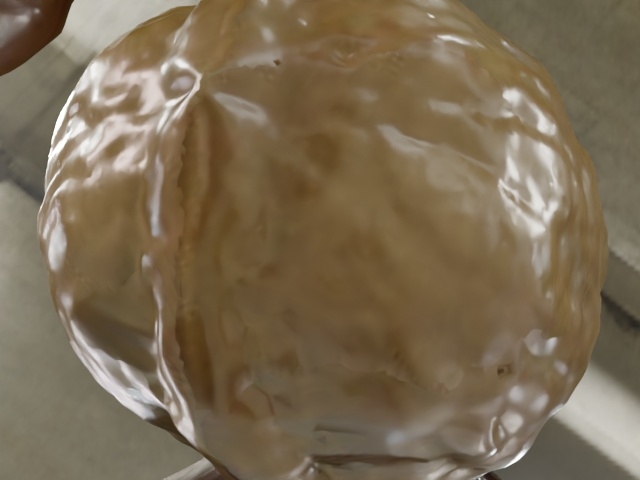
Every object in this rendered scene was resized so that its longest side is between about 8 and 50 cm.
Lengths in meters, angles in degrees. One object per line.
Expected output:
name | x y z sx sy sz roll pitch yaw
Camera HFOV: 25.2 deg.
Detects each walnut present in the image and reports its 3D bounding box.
walnut | 0.001 -0.003 0.800 0.306 0.306 0.344 -6 -24 16

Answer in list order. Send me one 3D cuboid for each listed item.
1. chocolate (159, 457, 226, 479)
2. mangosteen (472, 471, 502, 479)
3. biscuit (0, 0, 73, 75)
chocolate | -0.064 0.342 1.085 0.331 0.384 0.384 -25 -69 1
mangosteen | 0.118 0.332 1.528 0.192 0.217 0.192 11 -69 31
biscuit | -0.183 -0.120 0.288 0.342 0.395 0.166 -28 -100 5
